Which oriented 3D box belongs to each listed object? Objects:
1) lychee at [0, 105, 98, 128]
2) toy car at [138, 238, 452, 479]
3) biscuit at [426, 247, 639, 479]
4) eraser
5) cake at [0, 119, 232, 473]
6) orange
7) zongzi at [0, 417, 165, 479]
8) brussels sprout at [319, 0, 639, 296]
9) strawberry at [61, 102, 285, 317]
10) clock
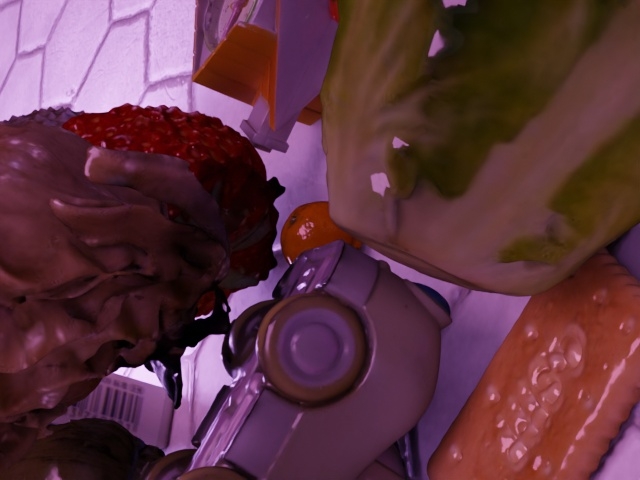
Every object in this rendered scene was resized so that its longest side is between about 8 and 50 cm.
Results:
[{"bbox_3d":[-0.322,-0.018,1.825,0.300,0.300,0.300,-37,43,45],"label":"lychee"},{"bbox_3d":[-0.006,0.190,1.263,0.336,0.226,0.242,-59,8,-11],"label":"toy car"},{"bbox_3d":[0.170,0.126,1.148,0.250,0.030,0.160,-60,30,18],"label":"biscuit"},{"bbox_3d":[-0.319,0.181,1.697,0.124,0.279,0.081,-25,51,53],"label":"eraser"},{"bbox_3d":[-0.242,0.054,1.309,0.332,0.321,0.332,8,-90,-79],"label":"cake"},{"bbox_3d":[0.001,-0.001,1.466,0.083,0.083,0.084,-37,43,45],"label":"orange"},{"bbox_3d":[-0.366,0.247,1.583,0.356,0.393,0.174,-44,18,54],"label":"zongzi"},{"bbox_3d":[0.145,-0.149,1.089,0.314,0.275,0.371,5,78,50],"label":"brussels sprout"},{"bbox_3d":[-0.184,-0.037,1.580,0.261,0.261,0.258,-55,49,27],"label":"strawberry"},{"bbox_3d":[-0.027,-0.258,1.577,0.310,0.166,0.235,-64,29,15],"label":"clock"}]
